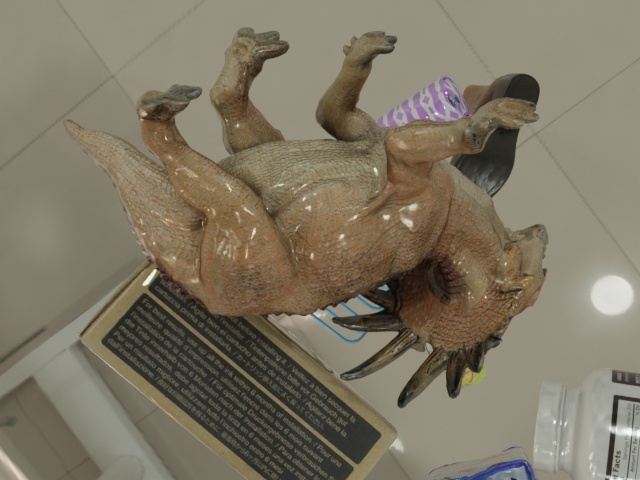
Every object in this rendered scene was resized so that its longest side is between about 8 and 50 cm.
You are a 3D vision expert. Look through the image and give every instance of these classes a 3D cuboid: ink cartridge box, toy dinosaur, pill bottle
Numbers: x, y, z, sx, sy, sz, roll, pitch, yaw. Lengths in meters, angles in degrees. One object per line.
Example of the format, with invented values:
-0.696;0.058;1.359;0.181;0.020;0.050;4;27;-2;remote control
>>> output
-0.061;0.092;0.576;0.193;0.234;0.088;42;84;-5;ink cartridge box
0.000;0.000;0.425;0.295;0.127;0.200;1;122;1;toy dinosaur
0.453;0.270;1.017;0.323;0.181;0.182;6;97;20;pill bottle

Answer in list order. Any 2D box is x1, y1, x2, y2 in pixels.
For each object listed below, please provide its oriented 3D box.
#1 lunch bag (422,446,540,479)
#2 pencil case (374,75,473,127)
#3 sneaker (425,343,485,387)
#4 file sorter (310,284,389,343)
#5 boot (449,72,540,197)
0.287;0.554;1.241;0.239;0.328;0.385;-19;76;11;lunch bag
0.151;-0.188;1.278;0.206;0.086;0.088;-29;103;30;pencil case
0.247;0.184;1.285;0.094;0.208;0.081;-21;55;20;sneaker
0.044;0.032;0.895;0.118;0.170;0.104;37;63;6;file sorter
0.257;-0.175;1.389;0.096;0.280;0.264;21;91;-12;boot
